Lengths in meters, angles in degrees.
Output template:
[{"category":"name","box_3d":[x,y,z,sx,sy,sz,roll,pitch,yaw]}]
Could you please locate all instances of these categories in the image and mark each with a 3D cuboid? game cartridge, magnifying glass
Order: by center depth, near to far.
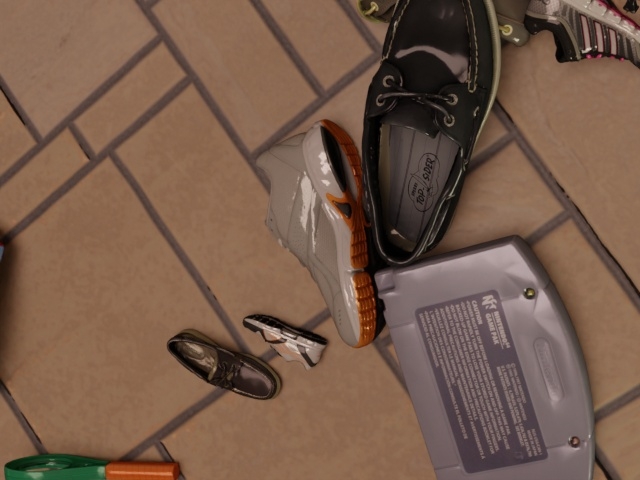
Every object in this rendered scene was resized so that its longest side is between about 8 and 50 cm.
[{"category":"game cartridge","box_3d":[0.194,0.149,1.234,0.196,0.060,0.294,-14,98,25]},{"category":"magnifying glass","box_3d":[-0.297,0.299,1.436,0.231,0.092,0.026,-3,92,10]}]

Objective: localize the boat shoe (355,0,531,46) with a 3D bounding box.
[{"category":"boat shoe","box_3d":[0.089,-0.280,1.206,0.305,0.109,0.091,13,96,14]}]

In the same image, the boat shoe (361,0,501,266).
[{"category":"boat shoe","box_3d":[0.103,-0.122,1.162,0.127,0.113,0.340,20,123,12]}]

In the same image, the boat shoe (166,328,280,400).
[{"category":"boat shoe","box_3d":[-0.123,0.159,1.366,0.152,0.049,0.056,22,103,16]}]

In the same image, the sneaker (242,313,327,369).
[{"category":"sneaker","box_3d":[-0.048,0.122,1.340,0.109,0.040,0.044,22,105,17]}]

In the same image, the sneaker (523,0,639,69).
[{"category":"sneaker","box_3d":[0.281,-0.209,1.151,0.170,0.063,0.075,29,111,-14]}]

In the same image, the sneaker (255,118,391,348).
[{"category":"sneaker","box_3d":[0.000,0.000,1.289,0.121,0.099,0.262,-16,83,29]}]

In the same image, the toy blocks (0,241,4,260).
[{"category":"toy blocks","box_3d":[-0.564,0.028,1.398,0.190,0.381,0.261,-5,68,59]}]

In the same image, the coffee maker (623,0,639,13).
[{"category":"coffee maker","box_3d":[0.267,-0.334,1.104,0.178,0.171,0.120,22,144,27]}]
